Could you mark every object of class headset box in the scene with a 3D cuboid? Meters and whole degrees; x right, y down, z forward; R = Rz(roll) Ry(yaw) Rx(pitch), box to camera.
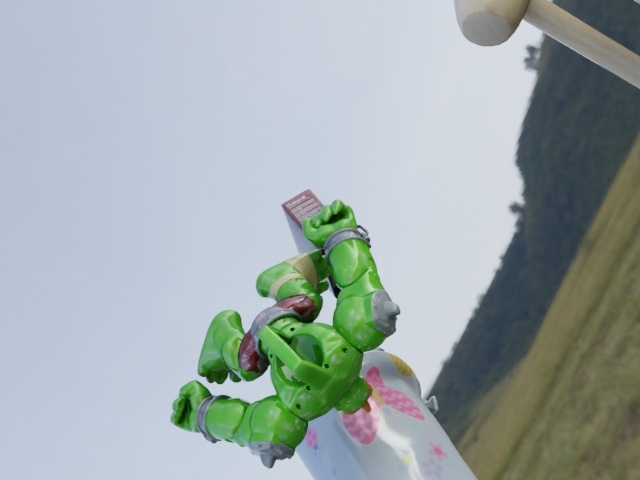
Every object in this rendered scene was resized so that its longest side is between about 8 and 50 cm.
[{"bbox_3d":[0.000,0.000,0.882,0.032,0.083,0.062,-30,-45,-12],"label":"headset box"}]

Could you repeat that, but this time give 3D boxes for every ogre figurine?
[{"bbox_3d":[-0.021,0.076,0.713,0.197,0.118,0.097,-36,-50,-10],"label":"ogre figurine"}]

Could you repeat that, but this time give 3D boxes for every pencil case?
[{"bbox_3d":[0.081,0.211,0.768,0.124,0.273,0.113,6,-53,-41],"label":"pencil case"}]

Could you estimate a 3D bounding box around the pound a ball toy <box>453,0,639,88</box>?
[{"bbox_3d":[0.261,-0.175,0.606,0.208,0.319,0.136,-37,44,53],"label":"pound a ball toy"}]
